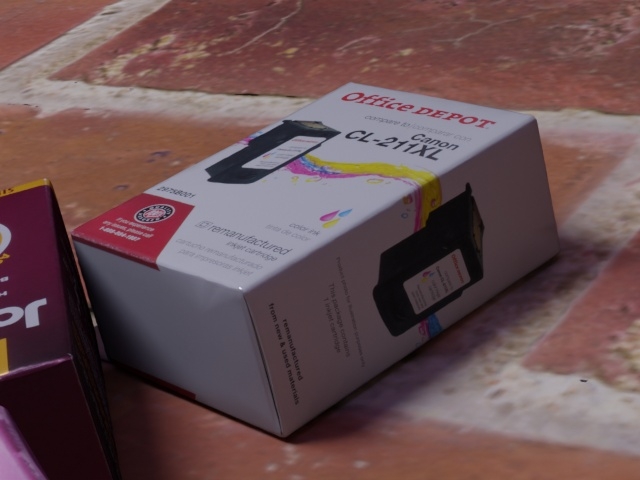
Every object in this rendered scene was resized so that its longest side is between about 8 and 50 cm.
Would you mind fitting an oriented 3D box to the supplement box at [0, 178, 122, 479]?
[{"bbox_3d":[-0.146,0.054,0.719,0.104,0.080,0.188,-16,25,-5],"label":"supplement box"}]

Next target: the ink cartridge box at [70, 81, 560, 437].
[{"bbox_3d":[0.000,0.000,0.767,0.175,0.072,0.127,-31,30,-33],"label":"ink cartridge box"}]

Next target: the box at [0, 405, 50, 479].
[{"bbox_3d":[-0.089,0.184,0.259,0.243,0.117,0.213,-32,50,-14],"label":"box"}]
